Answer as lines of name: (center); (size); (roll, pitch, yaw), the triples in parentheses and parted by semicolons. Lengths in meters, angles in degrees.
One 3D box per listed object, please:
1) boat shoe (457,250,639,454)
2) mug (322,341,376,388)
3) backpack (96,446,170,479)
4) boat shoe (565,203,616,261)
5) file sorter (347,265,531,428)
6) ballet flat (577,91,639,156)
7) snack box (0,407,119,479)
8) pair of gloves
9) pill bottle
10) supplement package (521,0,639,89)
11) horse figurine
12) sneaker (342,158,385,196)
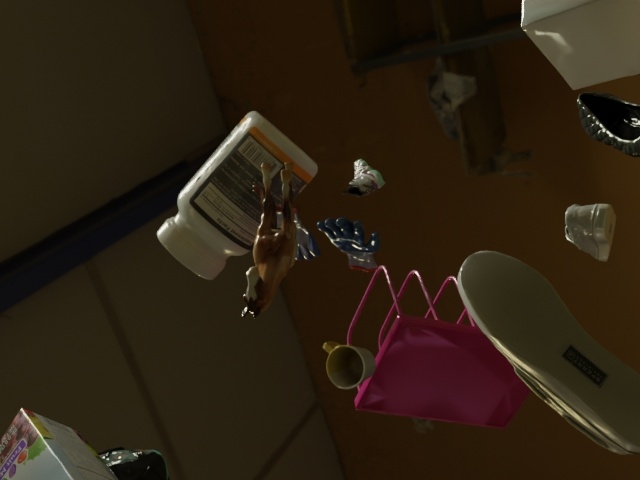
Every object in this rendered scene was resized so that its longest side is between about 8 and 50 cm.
boat shoe: (0.250, 0.124, 0.810); (0.096, 0.267, 0.088); (-43, -15, -24)
mug: (0.048, 0.176, 1.094); (0.064, 0.062, 0.078); (6, -121, -61)
backpack: (-0.282, 0.359, 0.972); (0.144, 0.188, 0.166); (-10, -91, -35)
boat shoe: (0.379, -0.012, 1.056); (0.184, 0.063, 0.066); (15, -94, -64)
file sorter: (0.214, 0.178, 1.303); (0.290, 0.202, 0.182); (11, -147, -17)
ballet flat: (0.322, -0.124, 0.781); (0.057, 0.173, 0.049); (-45, -70, 0)
snack box: (-0.222, 0.253, 0.572); (0.070, 0.207, 0.175); (38, -102, -40)
pair of gloves: (0.000, 0.000, 1.151); (0.159, 0.198, 0.023); (67, -145, -58)
pill bottle: (-0.149, -0.076, 1.312); (0.278, 0.162, 0.162); (-48, -42, 5)
supplement package: (0.439, -0.408, 1.125); (0.198, 0.199, 0.263); (28, -118, -44)
horse figurine: (-0.062, -0.013, 0.974); (0.263, 0.066, 0.175); (-111, 23, -80)
sneaker: (0.064, -0.105, 1.316); (0.069, 0.098, 0.038); (-37, -61, -4)
